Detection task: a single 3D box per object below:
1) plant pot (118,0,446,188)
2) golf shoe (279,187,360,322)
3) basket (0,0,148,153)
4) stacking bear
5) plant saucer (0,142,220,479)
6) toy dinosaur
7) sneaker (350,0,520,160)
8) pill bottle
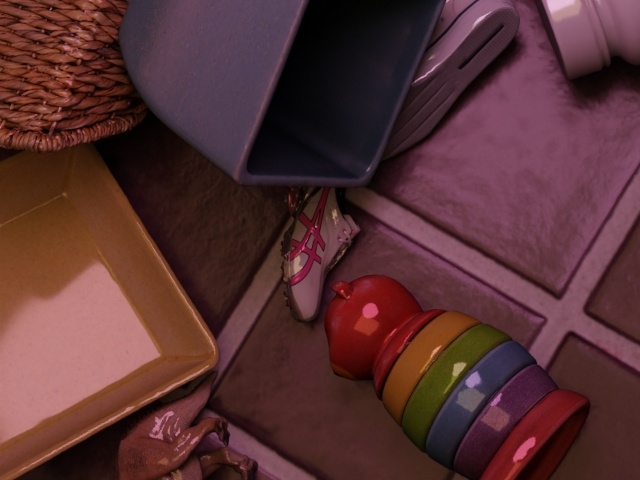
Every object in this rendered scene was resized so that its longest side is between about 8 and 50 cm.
[{"bbox_3d":[-0.063,-0.219,1.491,0.252,0.247,0.248,31,108,29],"label":"plant pot"},{"bbox_3d":[0.000,0.000,1.608,0.085,0.067,0.186,2,81,10],"label":"golf shoe"},{"bbox_3d":[-0.337,-0.192,1.625,0.299,0.213,0.223,14,78,25],"label":"basket"},{"bbox_3d":[0.123,0.146,1.520,0.289,0.175,0.164,37,92,22],"label":"stacking bear"},{"bbox_3d":[-0.333,0.086,1.612,0.332,0.081,0.333,-28,75,-19],"label":"plant saucer"},{"bbox_3d":[-0.186,0.282,1.578,0.200,0.127,0.296,-2,75,18],"label":"toy dinosaur"},{"bbox_3d":[0.108,-0.189,1.617,0.258,0.094,0.091,-41,47,6],"label":"sneaker"},{"bbox_3d":[0.374,-0.283,1.527,0.283,0.160,0.160,-21,78,8],"label":"pill bottle"}]
